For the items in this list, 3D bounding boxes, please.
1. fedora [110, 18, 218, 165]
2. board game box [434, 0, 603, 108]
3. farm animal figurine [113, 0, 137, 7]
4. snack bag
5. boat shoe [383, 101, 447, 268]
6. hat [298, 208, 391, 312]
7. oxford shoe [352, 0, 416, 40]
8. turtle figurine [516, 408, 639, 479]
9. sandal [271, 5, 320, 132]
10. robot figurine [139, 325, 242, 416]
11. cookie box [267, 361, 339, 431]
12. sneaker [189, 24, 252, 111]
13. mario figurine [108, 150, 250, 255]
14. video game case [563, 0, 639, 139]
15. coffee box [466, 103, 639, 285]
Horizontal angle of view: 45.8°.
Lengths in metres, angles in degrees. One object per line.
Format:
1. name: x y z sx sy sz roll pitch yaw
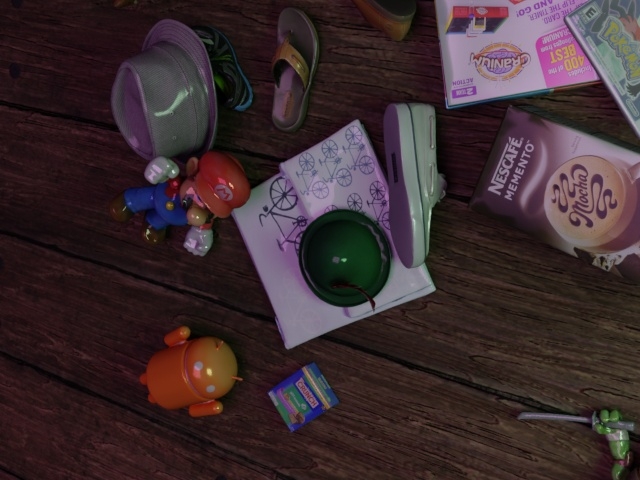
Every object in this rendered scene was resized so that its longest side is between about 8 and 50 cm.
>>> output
1. fedora: -0.301 -0.255 1.392 0.243 0.124 0.276 36 136 32
2. board game box: 0.289 -0.371 1.122 0.242 0.064 0.317 -4 96 30
3. farm animal figurine: -0.399 -0.583 1.428 0.330 0.172 0.327 28 99 31
4. snack bag: 0.000 0.000 1.364 0.342 0.037 0.323 -25 86 30
5. boat shoe: 0.160 -0.091 1.229 0.096 0.088 0.268 165 98 -73
6. hat: 0.010 0.041 1.239 0.208 0.183 0.173 -20 89 30
7. oxford shoe: 0.070 -0.404 1.243 0.212 0.076 0.076 52 159 23
8. turtle figurine: 0.450 0.315 1.072 0.275 0.197 0.266 48 113 10
9. sandal: -0.057 -0.298 1.332 0.089 0.060 0.220 19 107 25
10. robot figurine: -0.256 0.260 1.498 0.219 0.128 0.158 -20 57 30
11. cookie box: -0.033 0.295 1.428 0.107 0.040 0.092 -39 78 28
12. sneaker: -0.193 -0.322 1.394 0.067 0.078 0.188 -36 80 29
13. mario figurine: -0.264 -0.058 1.401 0.320 0.198 0.170 -16 82 41
14. video game case: 0.461 -0.269 1.021 0.183 0.023 0.201 -33 90 12
15. coffee box: 0.387 -0.067 1.086 0.297 0.118 0.168 27 111 23
